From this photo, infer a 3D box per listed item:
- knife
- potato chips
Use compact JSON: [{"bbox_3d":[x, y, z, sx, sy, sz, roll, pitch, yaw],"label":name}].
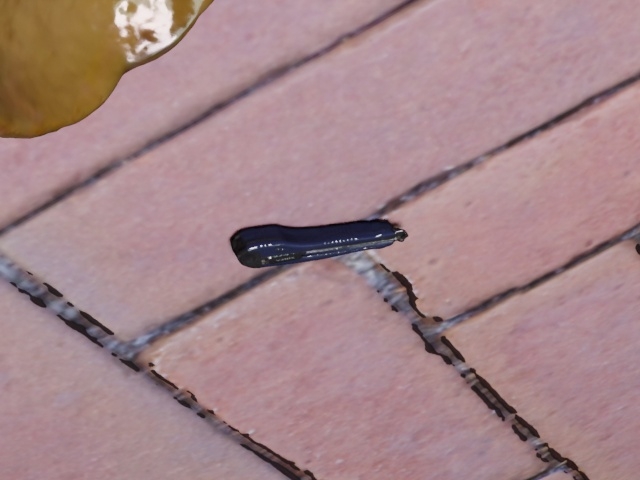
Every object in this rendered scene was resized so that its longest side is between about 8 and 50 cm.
[{"bbox_3d":[0.000,0.000,0.951,0.121,0.018,0.031,-9,145,-18],"label":"knife"},{"bbox_3d":[-0.111,-0.130,0.656,0.195,0.062,0.208,-46,164,28],"label":"potato chips"}]
